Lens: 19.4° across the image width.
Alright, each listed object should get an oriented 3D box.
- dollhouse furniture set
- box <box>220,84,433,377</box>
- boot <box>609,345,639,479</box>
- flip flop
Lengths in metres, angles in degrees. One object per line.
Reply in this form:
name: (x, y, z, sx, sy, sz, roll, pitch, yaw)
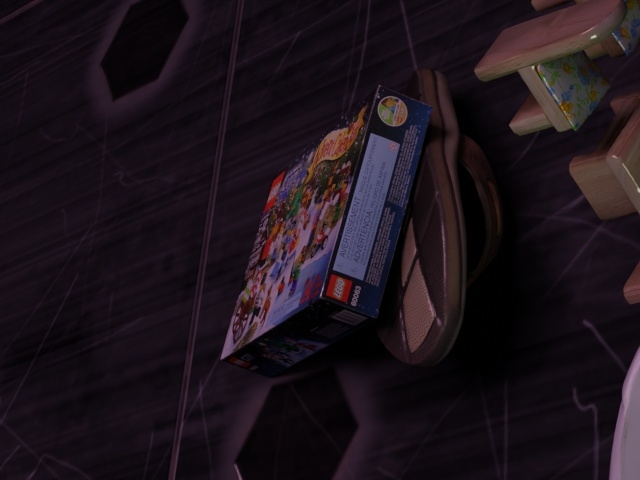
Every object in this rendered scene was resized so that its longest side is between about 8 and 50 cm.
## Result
dollhouse furniture set: (0.249, -0.094, 1.075, 0.161, 0.212, 0.242, -15, 28, 45)
box: (0.000, 0.000, 1.355, 0.233, 0.044, 0.159, 144, 143, -66)
boot: (0.189, 0.144, 1.025, 0.123, 0.095, 0.258, 96, -171, -87)
flip flop: (0.088, -0.021, 1.320, 0.277, 0.080, 0.112, -88, 23, -54)
